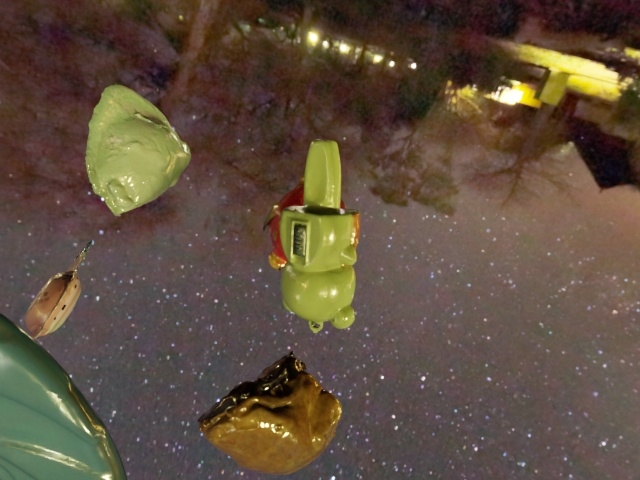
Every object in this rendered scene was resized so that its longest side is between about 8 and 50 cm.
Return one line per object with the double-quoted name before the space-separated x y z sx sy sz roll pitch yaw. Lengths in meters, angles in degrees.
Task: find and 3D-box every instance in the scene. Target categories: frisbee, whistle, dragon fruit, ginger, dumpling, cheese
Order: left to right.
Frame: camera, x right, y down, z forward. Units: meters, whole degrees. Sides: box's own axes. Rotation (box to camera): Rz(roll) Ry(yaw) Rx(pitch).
"frisbee" -0.266 0.154 0.290 0.289 0.290 0.049 19 -156 6
"cheese" -0.613 0.115 1.020 0.074 0.188 0.286 37 -149 -29
"dumpling" -0.249 -0.130 0.612 0.104 0.149 0.217 21 -150 3
"ginger" -0.096 0.385 0.904 0.223 0.200 0.269 53 -141 9
"dragon fruit" -0.029 -0.026 1.063 0.223 0.227 0.224 18 -135 -19
"whistle" 0.000 0.000 0.635 0.131 0.289 0.106 11 -168 38
